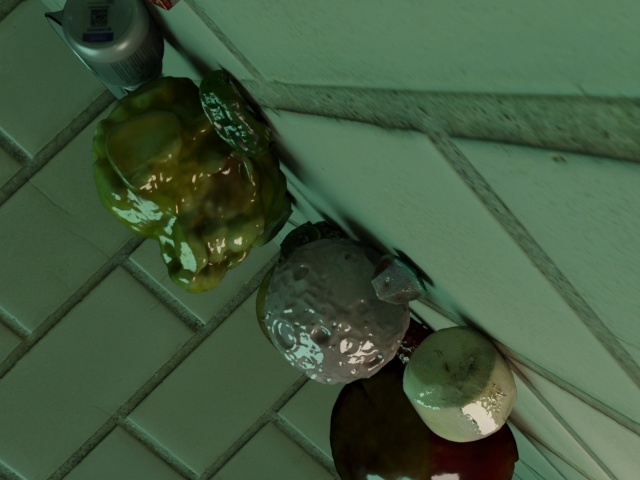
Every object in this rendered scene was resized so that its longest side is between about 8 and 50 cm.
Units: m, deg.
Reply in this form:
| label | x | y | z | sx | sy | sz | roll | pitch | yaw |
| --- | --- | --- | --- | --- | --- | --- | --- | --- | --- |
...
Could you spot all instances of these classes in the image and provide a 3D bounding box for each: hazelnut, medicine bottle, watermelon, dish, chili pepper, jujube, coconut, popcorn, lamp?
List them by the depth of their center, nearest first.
| label | x | y | z | sx | sy | sz | roll | pitch | yaw |
| --- | --- | --- | --- | --- | --- | --- | --- | --- | --- |
| watermelon | 0.126 | 0.068 | 1.335 | 0.084 | 0.072 | 0.092 | 27 | -178 | -36 |
| coconut | 0.224 | 0.230 | 1.337 | 0.183 | 0.171 | 0.171 | 52 | 172 | -34 |
| chili pepper | -0.116 | -0.176 | 1.340 | 0.072 | 0.073 | 0.204 | 23 | 163 | 39 |
| medicine bottle | -0.330 | -0.327 | 1.425 | 0.135 | 0.135 | 0.215 | 44 | 175 | 10 |
| popcorn | -0.234 | -0.104 | 1.476 | 0.334 | 0.292 | 0.293 | 42 | 167 | -4 |
| lamp | 0.025 | 0.084 | 1.738 | 0.177 | 0.177 | 0.274 | 39 | 170 | 50 |
| jujube | 0.188 | 0.214 | 1.790 | 0.166 | 0.104 | 0.104 | 35 | 173 | 9 |
| hazelnut | 0.221 | 0.456 | 1.940 | 0.429 | 0.402 | 0.402 | 29 | 166 | 41 |
| dish | -0.501 | -0.445 | 2.035 | 0.316 | 0.106 | 0.316 | 44 | 172 | 8 |

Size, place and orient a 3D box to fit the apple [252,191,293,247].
| label | x | y | z | sx | sy | sz | roll | pitch | yaw |
| --- | --- | --- | --- | --- | --- | --- | --- | --- | --- |
| apple | -0.164 | -0.084 | 1.934 | 0.188 | 0.174 | 0.207 | 42 | 159 | 2 |

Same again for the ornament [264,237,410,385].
| label | x | y | z | sx | sy | sz | roll | pitch | yaw |
| --- | --- | --- | --- | --- | --- | --- | --- | --- | --- |
| ornament | 0.034 | 0.114 | 1.498 | 0.259 | 0.225 | 0.259 | 33 | -156 | -17 |

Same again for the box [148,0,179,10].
| label | x | y | z | sx | sy | sz | roll | pitch | yaw |
| --- | --- | --- | --- | --- | --- | --- | --- | --- | --- |
| box | -0.231 | -0.338 | 1.089 | 0.055 | 0.039 | 0.218 | 50 | 173 | -38 |

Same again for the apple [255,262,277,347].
| label | x | y | z | sx | sy | sz | roll | pitch | yaw |
| --- | --- | --- | --- | --- | --- | --- | --- | --- | --- |
| apple | -0.010 | 0.145 | 1.998 | 0.264 | 0.264 | 0.264 | 45 | 175 | 5 |
